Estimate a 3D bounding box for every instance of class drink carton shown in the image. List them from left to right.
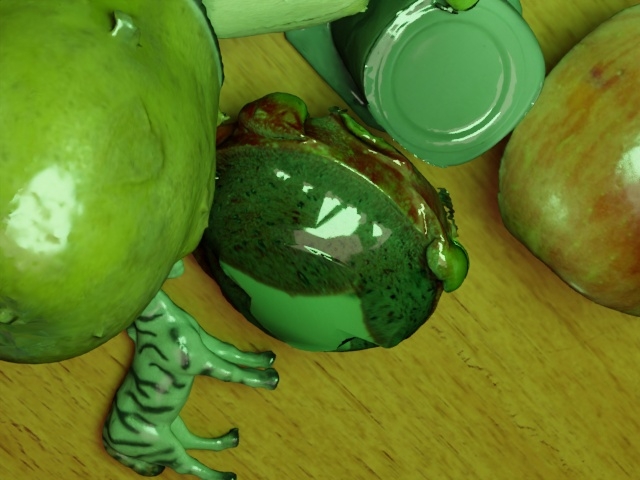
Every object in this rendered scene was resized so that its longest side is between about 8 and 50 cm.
[{"bbox_3d":[0.100,-0.166,1.187,0.185,0.189,0.191,-41,112,4],"label":"drink carton"}]

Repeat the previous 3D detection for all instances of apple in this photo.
[{"bbox_3d":[0.314,-0.048,1.212,0.293,0.163,0.251,19,108,-47],"label":"apple"}]

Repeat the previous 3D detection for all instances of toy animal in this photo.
[{"bbox_3d":[-0.124,0.120,1.331,0.169,0.090,0.255,2,110,-3],"label":"toy animal"}]

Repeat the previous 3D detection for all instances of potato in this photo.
[{"bbox_3d":[-0.233,-0.022,1.045,0.289,0.296,0.397,20,143,-20],"label":"potato"}]

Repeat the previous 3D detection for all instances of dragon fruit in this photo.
[{"bbox_3d":[0.000,0.000,1.227,0.268,0.130,0.295,-15,131,31],"label":"dragon fruit"}]

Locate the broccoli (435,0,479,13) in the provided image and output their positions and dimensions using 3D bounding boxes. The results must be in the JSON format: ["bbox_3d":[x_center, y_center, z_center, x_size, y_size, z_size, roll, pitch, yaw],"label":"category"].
[{"bbox_3d":[0.162,-0.301,0.991,0.242,0.180,0.273,32,86,-7],"label":"broccoli"}]

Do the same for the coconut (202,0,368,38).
[{"bbox_3d":[-0.037,-0.273,1.101,0.230,0.227,0.227,-9,113,1],"label":"coconut"}]
